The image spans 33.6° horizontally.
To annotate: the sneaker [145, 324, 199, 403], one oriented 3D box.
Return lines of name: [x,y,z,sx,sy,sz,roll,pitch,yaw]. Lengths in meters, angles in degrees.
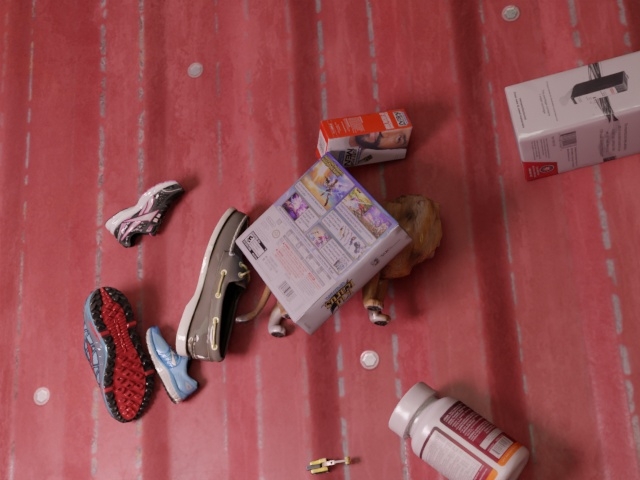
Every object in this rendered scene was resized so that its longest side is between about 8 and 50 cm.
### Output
sneaker: [-0.283,0.232,2.030,0.073,0.063,0.162,-25,69,-14]

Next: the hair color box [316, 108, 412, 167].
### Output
hair color box: [0.082,-0.190,2.009,0.167,0.093,0.053,-11,55,-15]

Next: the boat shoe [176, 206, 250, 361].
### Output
boat shoe: [-0.183,0.084,2.017,0.091,0.109,0.305,13,73,14]

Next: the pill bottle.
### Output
pill bottle: [0.233,0.343,1.804,0.221,0.121,0.121,34,83,23]

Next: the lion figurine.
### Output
lion figurine: [0.032,0.039,1.959,0.392,0.142,0.240,-5,63,18]

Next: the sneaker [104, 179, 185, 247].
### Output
sneaker: [-0.341,-0.048,2.137,0.178,0.072,0.077,-36,78,10]

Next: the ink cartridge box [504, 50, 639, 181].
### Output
ink cartridge box: [0.481,-0.221,1.887,0.273,0.197,0.114,-13,68,11]

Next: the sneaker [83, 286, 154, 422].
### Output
sneaker: [-0.398,0.221,2.048,0.104,0.125,0.262,-8,85,-31]

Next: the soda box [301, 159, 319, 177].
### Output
soda box: [-0.027,-0.078,2.053,0.183,0.063,0.058,-46,66,-3]

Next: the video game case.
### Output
video game case: [0.000,0.000,1.892,0.244,0.061,0.269,-44,43,4]

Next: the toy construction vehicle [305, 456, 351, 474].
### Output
toy construction vehicle: [0.010,0.430,1.883,0.098,0.035,0.086,-11,69,12]
